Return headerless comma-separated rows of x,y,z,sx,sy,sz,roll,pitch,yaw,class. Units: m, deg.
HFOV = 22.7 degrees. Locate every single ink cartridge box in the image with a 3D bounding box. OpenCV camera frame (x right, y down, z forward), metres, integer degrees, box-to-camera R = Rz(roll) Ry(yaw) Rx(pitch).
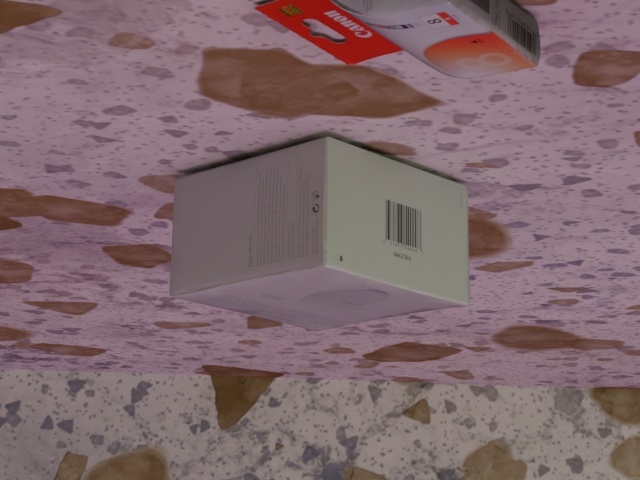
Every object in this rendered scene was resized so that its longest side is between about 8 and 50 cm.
0.059,-0.160,1.242,0.179,0.045,0.145,-11,160,32,ink cartridge box

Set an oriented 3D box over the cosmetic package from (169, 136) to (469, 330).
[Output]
0.000,0.000,1.664,0.224,0.138,0.224,-14,159,41,cosmetic package
